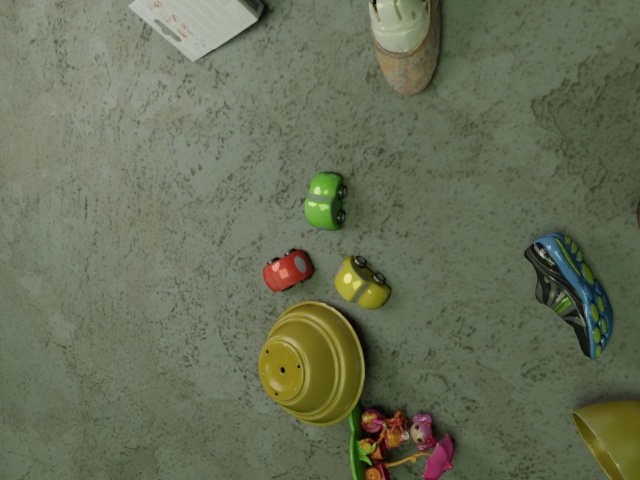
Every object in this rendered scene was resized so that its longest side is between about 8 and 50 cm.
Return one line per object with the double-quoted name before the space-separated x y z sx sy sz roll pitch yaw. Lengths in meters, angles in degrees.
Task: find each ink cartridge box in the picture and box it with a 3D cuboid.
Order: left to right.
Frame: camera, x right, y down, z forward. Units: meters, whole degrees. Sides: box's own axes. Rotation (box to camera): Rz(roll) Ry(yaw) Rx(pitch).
"ink cartridge box" -0.201 -0.379 1.072 0.179 0.045 0.145 -13 140 44

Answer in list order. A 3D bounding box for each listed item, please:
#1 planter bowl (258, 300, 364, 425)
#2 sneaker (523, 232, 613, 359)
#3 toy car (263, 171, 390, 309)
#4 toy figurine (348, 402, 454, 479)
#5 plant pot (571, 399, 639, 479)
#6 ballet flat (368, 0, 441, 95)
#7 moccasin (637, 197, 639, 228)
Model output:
"planter bowl" -0.038 0.214 1.121 0.217 0.090 0.217 0 91 38
"sneaker" 0.351 0.079 0.941 0.078 0.067 0.188 -26 92 51
"toy car" 0.000 0.000 1.099 0.239 0.053 0.224 9 107 25
"toy figurine" 0.140 0.339 1.103 0.159 0.130 0.173 -14 72 16
"plant pot" 0.429 0.274 0.920 0.095 0.134 0.134 -30 88 2
"ballet flat" 0.107 -0.360 0.918 0.108 0.106 0.315 4 105 26
"moccasin" 0.562 -0.050 0.740 0.380 0.147 0.139 -1 103 28
